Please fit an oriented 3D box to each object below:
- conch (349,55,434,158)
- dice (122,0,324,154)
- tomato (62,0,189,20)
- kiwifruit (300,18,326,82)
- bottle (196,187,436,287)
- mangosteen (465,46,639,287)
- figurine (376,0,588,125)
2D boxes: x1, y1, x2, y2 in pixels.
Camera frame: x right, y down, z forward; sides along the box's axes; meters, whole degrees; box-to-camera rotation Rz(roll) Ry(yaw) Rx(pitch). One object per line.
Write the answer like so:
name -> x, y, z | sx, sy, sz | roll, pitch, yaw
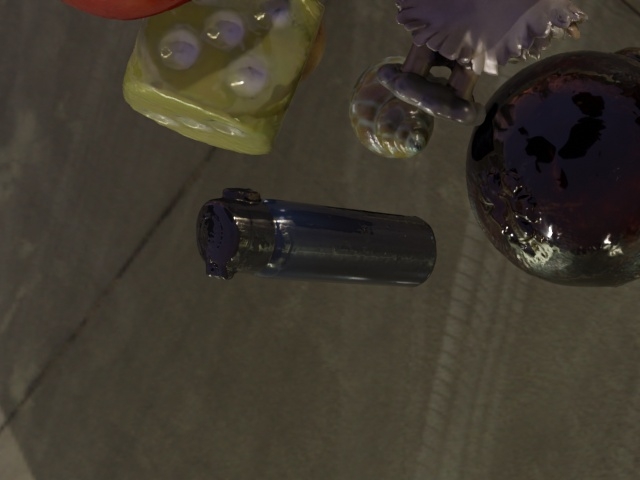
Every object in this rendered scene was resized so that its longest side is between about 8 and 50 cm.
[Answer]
conch -> 0.093, -0.173, 1.371 | 0.116, 0.106, 0.173 | -9, 70, 22
dice -> -0.102, -0.196, 1.090 | 0.169, 0.166, 0.169 | 20, 83, -5
tomato -> -0.154, -0.307, 0.645 | 0.293, 0.325, 0.290 | -61, 7, -19
kiwifruit -> -0.091, -0.349, 1.675 | 0.195, 0.234, 0.196 | -3, 69, 7
bottle -> 0.000, 0.000, 0.946 | 0.072, 0.244, 0.082 | 9, 94, 50
mangosteen -> 0.343, -0.091, 1.285 | 0.330, 0.330, 0.330 | -4, 83, 35
figurine -> 0.168, -0.291, 0.911 | 0.207, 0.166, 0.387 | 27, 114, 11
